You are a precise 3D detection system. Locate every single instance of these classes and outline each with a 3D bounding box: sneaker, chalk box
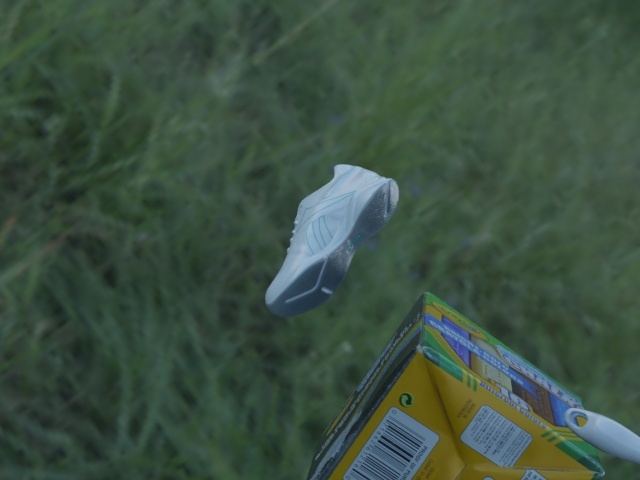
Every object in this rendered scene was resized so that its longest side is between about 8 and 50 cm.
[{"bbox_3d":[0.000,0.000,1.483,0.061,0.152,0.053,31,-17,33],"label":"sneaker"},{"bbox_3d":[0.110,0.174,1.492,0.179,0.180,0.289,35,11,0],"label":"chalk box"}]

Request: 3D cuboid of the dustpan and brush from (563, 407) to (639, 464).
[{"bbox_3d":[0.250,0.156,1.124,0.211,0.147,0.060,28,-10,15],"label":"dustpan and brush"}]
